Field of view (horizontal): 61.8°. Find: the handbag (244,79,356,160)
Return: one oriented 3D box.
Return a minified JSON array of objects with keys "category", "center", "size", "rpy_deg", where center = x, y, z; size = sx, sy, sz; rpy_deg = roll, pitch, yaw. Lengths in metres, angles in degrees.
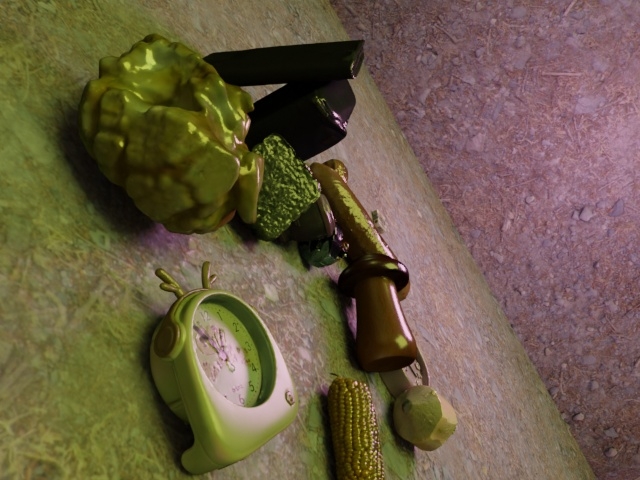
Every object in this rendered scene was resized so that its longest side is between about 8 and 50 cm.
[{"category":"handbag","center":[-0.059,-0.282,1.343],"size":[0.178,0.301,0.275],"rpy_deg":[55,25,-29]}]

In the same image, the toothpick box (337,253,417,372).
[{"category":"toothpick box","center":[0.151,0.178,1.379],"size":[0.192,0.192,0.294],"rpy_deg":[33,41,-47]}]

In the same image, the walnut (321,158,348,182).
[{"category":"walnut","center":[0.038,-0.201,1.681],"size":[0.105,0.105,0.124],"rpy_deg":[42,30,-36]}]

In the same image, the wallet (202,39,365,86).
[{"category":"wallet","center":[-0.101,-0.433,1.309],"size":[0.228,0.405,0.062],"rpy_deg":[-70,156,-57]}]

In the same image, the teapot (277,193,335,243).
[{"category":"teapot","center":[-0.051,-0.062,1.285],"size":[0.116,0.146,0.148],"rpy_deg":[92,-22,-78]}]

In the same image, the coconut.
[{"category":"coconut","center":[0.256,0.443,1.342],"size":[0.152,0.147,0.147],"rpy_deg":[44,28,-38]}]

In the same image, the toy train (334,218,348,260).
[{"category":"toy train","center":[0.017,-0.004,1.432],"size":[0.138,0.087,0.050],"rpy_deg":[63,16,12]}]

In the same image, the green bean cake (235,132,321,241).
[{"category":"green bean cake","center":[-0.114,-0.115,1.175],"size":[0.183,0.185,0.094],"rpy_deg":[50,-14,-14]}]

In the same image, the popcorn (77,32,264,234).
[{"category":"popcorn","center":[-0.243,-0.162,0.923],"size":[0.292,0.293,0.334],"rpy_deg":[100,-9,-47]}]

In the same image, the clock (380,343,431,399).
[{"category":"clock","center":[0.230,0.347,1.483],"size":[0.197,0.068,0.197],"rpy_deg":[44,29,-32]}]

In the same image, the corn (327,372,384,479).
[{"category":"corn","center":[0.073,0.405,1.062],"size":[0.101,0.101,0.310],"rpy_deg":[38,30,-41]}]

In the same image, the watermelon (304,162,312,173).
[{"category":"watermelon","center":[-0.055,-0.142,1.475],"size":[0.101,0.080,0.155],"rpy_deg":[-80,152,-43]}]

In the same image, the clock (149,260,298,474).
[{"category":"clock","center":[-0.165,0.181,0.841],"size":[0.235,0.096,0.308],"rpy_deg":[-5,68,-63]}]

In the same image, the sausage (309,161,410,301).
[{"category":"sausage","center":[0.112,-0.017,1.592],"size":[0.501,0.123,0.136],"rpy_deg":[55,22,-12]}]

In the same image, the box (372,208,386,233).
[{"category":"box","center":[0.220,-0.071,1.994],"size":[0.054,0.024,0.083],"rpy_deg":[43,29,-32]}]

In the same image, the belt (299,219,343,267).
[{"category":"belt","center":[0.000,0.000,1.360],"size":[0.058,0.105,0.140],"rpy_deg":[32,61,-55]}]
